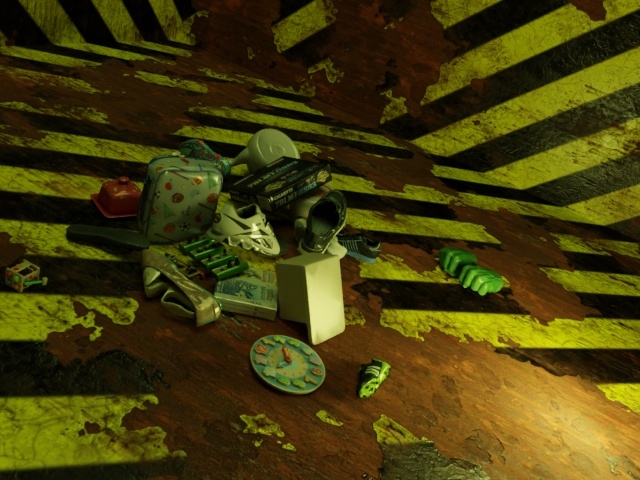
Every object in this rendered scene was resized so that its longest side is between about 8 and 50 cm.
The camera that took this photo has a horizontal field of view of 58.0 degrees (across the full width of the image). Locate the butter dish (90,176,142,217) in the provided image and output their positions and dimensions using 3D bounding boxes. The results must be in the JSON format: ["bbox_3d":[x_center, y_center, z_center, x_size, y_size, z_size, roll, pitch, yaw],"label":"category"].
[{"bbox_3d":[-0.662,-0.157,1.926,0.160,0.118,0.160,-7,37,-41],"label":"butter dish"}]

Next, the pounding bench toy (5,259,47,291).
[{"bbox_3d":[-0.752,0.098,1.476,0.083,0.052,0.065,25,28,11],"label":"pounding bench toy"}]

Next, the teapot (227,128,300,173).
[{"bbox_3d":[-0.223,-0.342,2.482,0.256,0.187,0.252,43,46,-10],"label":"teapot"}]

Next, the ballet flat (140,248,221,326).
[{"bbox_3d":[-0.414,0.129,1.584,0.316,0.107,0.106,31,43,22],"label":"ballet flat"}]

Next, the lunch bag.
[{"bbox_3d":[-0.450,-0.132,1.813,0.243,0.303,0.115,-2,38,-34],"label":"lunch bag"}]

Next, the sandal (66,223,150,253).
[{"bbox_3d":[-0.634,0.001,1.741,0.255,0.054,0.097,11,20,5],"label":"sandal"}]

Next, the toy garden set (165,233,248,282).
[{"bbox_3d":[-0.370,0.048,1.755,0.204,0.049,0.244,-21,36,-35],"label":"toy garden set"}]

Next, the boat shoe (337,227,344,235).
[{"bbox_3d":[0.053,-0.037,2.197,0.046,0.038,0.125,-2,-6,36],"label":"boat shoe"}]

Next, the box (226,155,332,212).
[{"bbox_3d":[-0.158,-0.221,2.197,0.296,0.073,0.293,-32,33,-29],"label":"box"}]

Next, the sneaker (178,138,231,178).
[{"bbox_3d":[-0.496,-0.335,2.370,0.262,0.104,0.125,30,31,20],"label":"sneaker"}]

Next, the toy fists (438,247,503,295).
[{"bbox_3d":[0.564,0.115,2.224,0.142,0.096,0.279,10,26,-38],"label":"toy fists"}]

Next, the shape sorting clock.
[{"bbox_3d":[-0.084,0.318,1.505,0.206,0.040,0.206,14,28,-8],"label":"shape sorting clock"}]

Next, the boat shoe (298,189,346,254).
[{"bbox_3d":[0.020,-0.088,2.015,0.127,0.113,0.340,26,47,8],"label":"boat shoe"}]

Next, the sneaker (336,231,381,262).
[{"bbox_3d":[0.113,0.006,2.140,0.232,0.090,0.081,17,28,-5],"label":"sneaker"}]

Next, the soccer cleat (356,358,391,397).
[{"bbox_3d":[0.127,0.366,1.540,0.072,0.060,0.179,21,20,24],"label":"soccer cleat"}]

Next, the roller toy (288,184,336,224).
[{"bbox_3d":[-0.024,-0.124,2.231,0.191,0.146,0.209,-12,36,-28],"label":"roller toy"}]

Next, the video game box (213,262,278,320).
[{"bbox_3d":[-0.221,0.147,1.726,0.187,0.048,0.205,15,27,-11],"label":"video game box"}]

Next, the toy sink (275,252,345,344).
[{"bbox_3d":[-0.031,0.166,1.690,0.131,0.234,0.153,3,13,42],"label":"toy sink"}]

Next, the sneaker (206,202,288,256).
[{"bbox_3d":[-0.208,-0.041,1.911,0.122,0.146,0.331,31,9,38],"label":"sneaker"}]

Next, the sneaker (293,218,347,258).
[{"bbox_3d":[0.000,0.000,2.080,0.115,0.090,0.232,-22,57,-42],"label":"sneaker"}]
